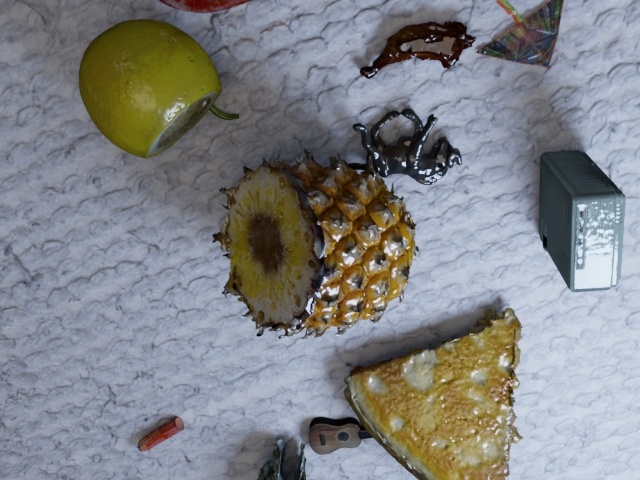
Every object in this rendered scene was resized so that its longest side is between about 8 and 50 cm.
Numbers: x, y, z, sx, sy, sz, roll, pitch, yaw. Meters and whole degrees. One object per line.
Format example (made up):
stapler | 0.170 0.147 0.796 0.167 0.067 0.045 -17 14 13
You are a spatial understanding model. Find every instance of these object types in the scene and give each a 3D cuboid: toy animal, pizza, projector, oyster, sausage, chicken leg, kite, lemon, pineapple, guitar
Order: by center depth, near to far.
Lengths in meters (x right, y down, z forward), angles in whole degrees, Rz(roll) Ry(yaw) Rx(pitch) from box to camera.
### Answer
lemon | -0.314 -0.282 1.357 0.240 0.240 0.219 -43 91 17
pineapple | -0.001 0.003 1.391 0.352 0.300 0.353 5 97 43
projector | 0.474 -0.041 1.399 0.099 0.257 0.192 -3 112 4
chicken leg | 0.176 -0.351 1.401 0.219 0.048 0.090 -7 108 6
kite | 0.375 -0.381 1.401 0.190 0.010 0.159 -33 105 13
toy animal | 0.152 -0.169 1.458 0.232 0.084 0.148 -7 113 2
pizza | 0.306 0.325 1.614 0.440 0.130 0.406 39 94 9
guitar | 0.108 0.431 1.724 0.271 0.038 0.084 -7 112 8
oyster | -0.083 0.622 1.743 0.158 0.162 0.351 18 111 17
sausage | -0.373 0.449 1.759 0.129 0.034 0.034 -31 107 15

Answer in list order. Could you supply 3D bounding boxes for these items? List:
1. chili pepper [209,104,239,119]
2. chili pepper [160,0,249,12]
chili pepper | -0.196 -0.255 1.475 0.083 0.017 0.030 39 107 -12
chili pepper | -0.201 -0.470 1.353 0.252 0.136 0.144 -13 156 19
